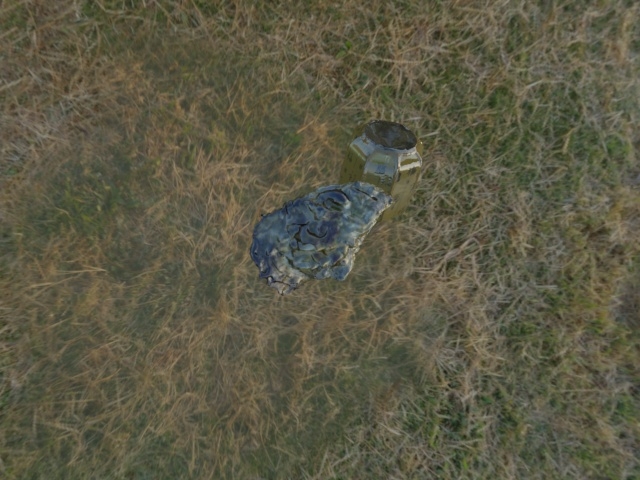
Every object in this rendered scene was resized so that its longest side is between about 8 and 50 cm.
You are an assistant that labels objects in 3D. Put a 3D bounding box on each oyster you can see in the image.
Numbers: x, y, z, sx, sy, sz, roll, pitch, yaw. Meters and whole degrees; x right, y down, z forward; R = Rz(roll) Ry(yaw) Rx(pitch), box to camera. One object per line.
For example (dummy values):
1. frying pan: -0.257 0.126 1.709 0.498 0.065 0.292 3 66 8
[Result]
1. oyster: 0.006 -0.006 0.548 0.177 0.056 0.106 -23 103 -6

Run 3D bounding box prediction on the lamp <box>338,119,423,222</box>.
1. lamp: 0.118 -0.137 0.957 0.161 0.185 0.161 7 48 -8
